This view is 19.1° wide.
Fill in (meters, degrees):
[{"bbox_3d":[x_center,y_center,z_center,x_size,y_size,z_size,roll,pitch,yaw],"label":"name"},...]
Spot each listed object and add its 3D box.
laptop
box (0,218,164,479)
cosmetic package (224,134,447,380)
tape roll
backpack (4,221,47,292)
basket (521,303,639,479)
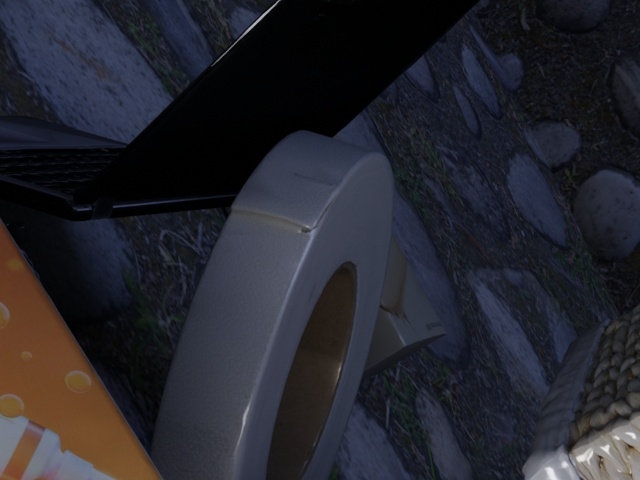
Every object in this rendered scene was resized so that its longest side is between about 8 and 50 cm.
[{"bbox_3d":[-0.128,-0.147,1.481,0.382,0.408,0.236,-7,112,-69],"label":"laptop"},{"bbox_3d":[-0.226,0.145,1.011,0.215,0.168,0.345,-20,63,-34],"label":"box"},{"bbox_3d":[0.000,0.000,2.074,0.309,0.113,0.160,60,19,7],"label":"cosmetic package"},{"bbox_3d":[-0.035,0.105,1.514,0.072,0.392,0.392,16,14,13],"label":"tape roll"},{"bbox_3d":[-0.258,0.070,1.281,0.115,0.152,0.182,66,-19,3],"label":"backpack"},{"bbox_3d":[0.352,0.182,1.364,0.328,0.266,0.331,56,17,-4],"label":"basket"}]
